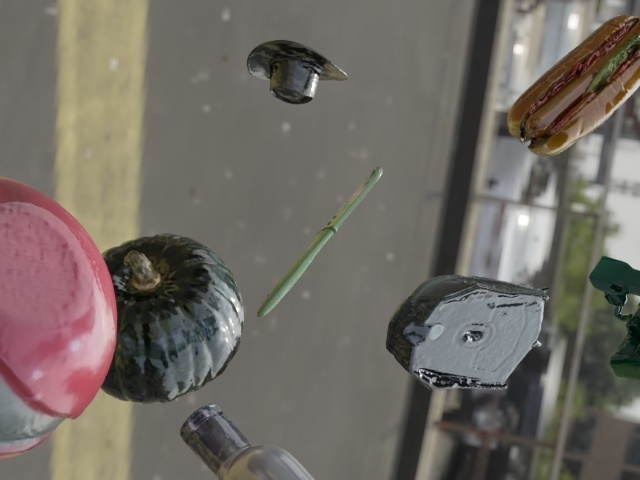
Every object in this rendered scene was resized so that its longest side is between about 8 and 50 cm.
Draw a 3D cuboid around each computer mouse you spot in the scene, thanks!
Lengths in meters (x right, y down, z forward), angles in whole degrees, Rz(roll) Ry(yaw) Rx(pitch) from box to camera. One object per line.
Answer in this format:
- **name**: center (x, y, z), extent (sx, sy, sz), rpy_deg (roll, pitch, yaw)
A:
- **computer mouse**: center (0.152, 0.088, 1.858), extent (0.231, 0.071, 0.126), rpy_deg (4, 114, -42)

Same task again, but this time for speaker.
- **speaker**: center (-0.355, 0.084, 1.759), extent (0.294, 0.294, 0.294), rpy_deg (10, 90, -76)

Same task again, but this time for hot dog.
- **hot dog**: center (0.302, -0.181, 1.952), extent (0.235, 0.092, 0.062), rpy_deg (-44, 151, -22)

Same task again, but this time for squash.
- **squash**: center (-0.194, 0.091, 2.076), extent (0.172, 0.218, 0.218), rpy_deg (115, -3, -53)

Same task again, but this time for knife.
- **knife**: center (0.000, 0.000, 1.802), extent (0.207, 0.014, 0.030), rpy_deg (-50, -166, -15)

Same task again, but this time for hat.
- **hat**: center (-0.028, -0.188, 2.044), extent (0.121, 0.121, 0.050), rpy_deg (58, 38, -70)

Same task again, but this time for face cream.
- **face cream**: center (-0.042, 0.290, 1.855), extent (0.071, 0.291, 0.144), rpy_deg (-25, 147, -37)

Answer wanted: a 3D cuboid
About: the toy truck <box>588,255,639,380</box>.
- **toy truck**: center (0.451, 0.109, 1.786), extent (0.176, 0.363, 0.178), rpy_deg (-54, 131, -25)
